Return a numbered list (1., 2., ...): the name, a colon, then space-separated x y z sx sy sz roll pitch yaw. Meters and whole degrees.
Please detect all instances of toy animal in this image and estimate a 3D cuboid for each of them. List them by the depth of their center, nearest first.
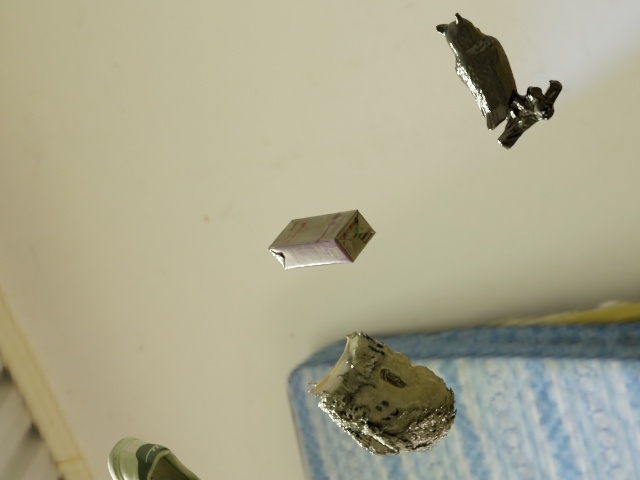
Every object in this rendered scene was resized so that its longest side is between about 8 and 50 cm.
1. toy animal: 0.239 -0.234 1.760 0.210 0.121 0.117 41 -120 -7

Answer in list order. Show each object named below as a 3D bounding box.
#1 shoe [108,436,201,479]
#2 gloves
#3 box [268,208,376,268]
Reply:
1. shoe: -0.205 0.398 1.746 0.265 0.110 0.095 54 -127 -22
2. gloves: 0.069 0.173 1.253 0.153 0.114 0.070 35 -176 -21
3. box: 0.000 0.000 1.246 0.036 0.117 0.051 53 -125 -22
